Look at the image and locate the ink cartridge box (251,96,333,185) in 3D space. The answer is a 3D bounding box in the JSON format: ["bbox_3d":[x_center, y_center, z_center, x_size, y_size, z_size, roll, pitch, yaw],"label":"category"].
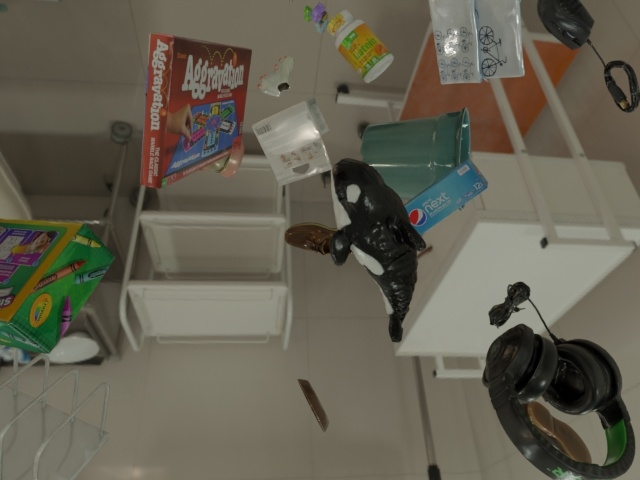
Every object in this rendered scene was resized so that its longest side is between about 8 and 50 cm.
[{"bbox_3d":[-0.093,-0.364,1.964,0.296,0.066,0.261,-11,109,41],"label":"ink cartridge box"}]

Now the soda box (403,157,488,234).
[{"bbox_3d":[0.230,-0.075,1.054,0.210,0.071,0.067,-37,91,24],"label":"soda box"}]

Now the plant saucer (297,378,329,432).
[{"bbox_3d":[-0.017,0.470,1.506,0.029,0.168,0.168,-26,148,-12],"label":"plant saucer"}]

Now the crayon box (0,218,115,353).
[{"bbox_3d":[-0.460,0.054,0.748,0.278,0.165,0.081,4,141,23],"label":"crayon box"}]

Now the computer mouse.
[{"bbox_3d":[0.418,-0.300,0.824,0.041,0.242,0.071,-31,171,-15],"label":"computer mouse"}]

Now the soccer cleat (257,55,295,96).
[{"bbox_3d":[-0.114,-0.479,1.540,0.076,0.196,0.068,31,137,1],"label":"soccer cleat"}]

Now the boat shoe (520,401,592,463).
[{"bbox_3d":[0.473,0.406,1.084,0.207,0.073,0.073,42,129,-11],"label":"boat shoe"}]

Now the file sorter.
[{"bbox_3d":[-0.536,0.299,0.896,0.277,0.193,0.173,21,117,7],"label":"file sorter"}]

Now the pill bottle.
[{"bbox_3d":[0.140,-0.714,1.911,0.246,0.136,0.136,49,132,0],"label":"pill bottle"}]

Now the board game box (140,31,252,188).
[{"bbox_3d":[-0.137,-0.162,0.624,0.027,0.281,0.145,11,109,4],"label":"board game box"}]

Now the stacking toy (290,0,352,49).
[{"bbox_3d":[-0.001,-0.601,1.425,0.052,0.167,0.221,-50,173,8],"label":"stacking toy"}]

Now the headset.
[{"bbox_3d":[0.395,0.245,0.947,0.243,0.394,0.185,15,135,-14],"label":"headset"}]

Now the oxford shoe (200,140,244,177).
[{"bbox_3d":[-0.348,-0.277,1.483,0.146,0.141,0.397,17,-178,-32],"label":"oxford shoe"}]

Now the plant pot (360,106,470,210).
[{"bbox_3d":[0.327,-0.273,1.788,0.334,0.341,0.341,2,149,21],"label":"plant pot"}]

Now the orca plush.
[{"bbox_3d":[0.101,0.018,0.756,0.151,0.287,0.102,-19,-163,-34],"label":"orca plush"}]

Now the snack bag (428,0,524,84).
[{"bbox_3d":[0.543,-0.706,1.813,0.342,0.037,0.323,15,130,44],"label":"snack bag"}]

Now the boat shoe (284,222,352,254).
[{"bbox_3d":[0.000,0.000,1.242,0.178,0.060,0.064,7,121,3],"label":"boat shoe"}]
